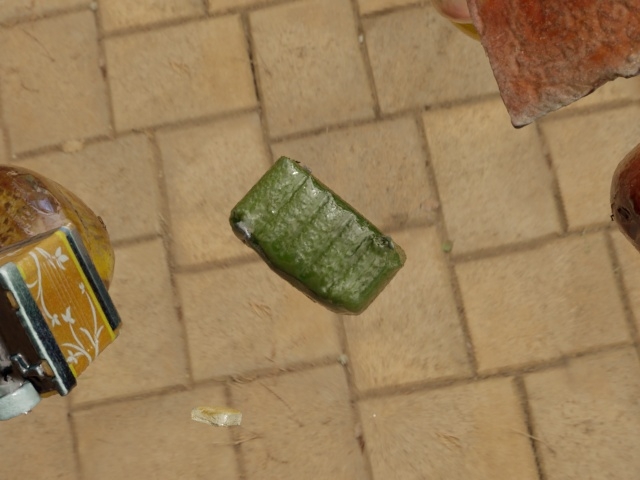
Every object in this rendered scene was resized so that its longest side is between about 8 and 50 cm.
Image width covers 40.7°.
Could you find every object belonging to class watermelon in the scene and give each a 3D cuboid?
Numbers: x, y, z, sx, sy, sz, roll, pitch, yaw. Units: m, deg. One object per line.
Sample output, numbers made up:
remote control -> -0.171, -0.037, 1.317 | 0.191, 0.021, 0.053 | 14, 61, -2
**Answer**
watermelon -> 0.239, -0.250, 0.829 | 0.310, 0.231, 0.193 | 19, 52, 21

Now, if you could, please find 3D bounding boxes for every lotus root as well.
lotus root -> -0.405, 0.008, 1.255 | 0.291, 0.193, 0.193 | 34, 82, 37

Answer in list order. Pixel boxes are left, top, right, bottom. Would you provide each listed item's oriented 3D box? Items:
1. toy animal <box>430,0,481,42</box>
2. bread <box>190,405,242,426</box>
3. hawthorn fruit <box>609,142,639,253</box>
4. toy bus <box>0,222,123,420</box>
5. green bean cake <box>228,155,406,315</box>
toy animal -> 0.278, -0.374, 1.101 | 0.345, 0.247, 0.277 | -13, 113, -5
bread -> -0.196, 0.328, 1.611 | 0.083, 0.070, 0.035 | 8, 86, 18
hawthorn fruit -> 0.647, -0.077, 1.424 | 0.312, 0.295, 0.295 | -27, 78, -6
toy bus -> -0.348, 0.093, 0.831 | 0.275, 0.167, 0.138 | -18, 106, 19
green bean cake -> 0.000, 0.000, 1.347 | 0.250, 0.247, 0.156 | 41, 94, 5
